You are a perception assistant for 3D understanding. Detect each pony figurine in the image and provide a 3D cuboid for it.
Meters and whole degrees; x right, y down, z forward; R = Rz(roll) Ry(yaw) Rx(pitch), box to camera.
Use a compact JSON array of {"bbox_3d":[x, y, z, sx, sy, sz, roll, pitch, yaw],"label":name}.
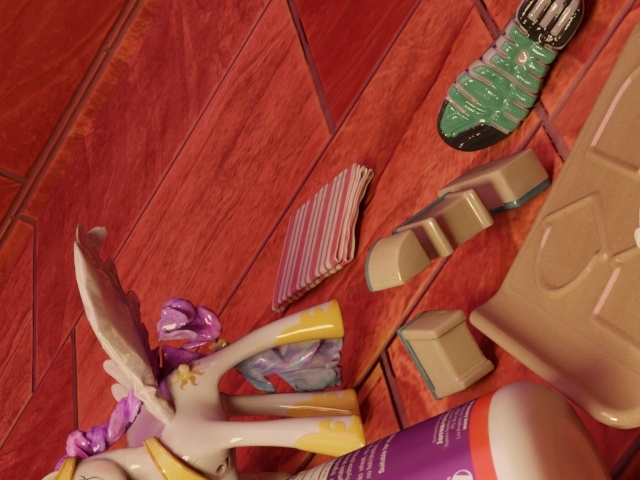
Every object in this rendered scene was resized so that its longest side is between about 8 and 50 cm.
[{"bbox_3d":[-0.144,0.172,1.927,0.351,0.364,0.302,-100,-1,-49],"label":"pony figurine"}]

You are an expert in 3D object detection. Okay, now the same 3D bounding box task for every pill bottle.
[{"bbox_3d":[0.069,0.248,1.438,0.323,0.181,0.181,-26,37,22],"label":"pill bottle"}]

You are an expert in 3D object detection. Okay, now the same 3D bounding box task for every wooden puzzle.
[{"bbox_3d":[0.291,-0.026,1.511,0.347,0.080,0.322,-59,21,3],"label":"wooden puzzle"}]

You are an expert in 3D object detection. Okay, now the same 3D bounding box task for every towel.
[{"bbox_3d":[0.000,0.000,2.247,0.197,0.029,0.144,-38,34,55],"label":"towel"}]

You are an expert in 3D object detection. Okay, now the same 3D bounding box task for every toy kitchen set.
[{"bbox_3d":[0.149,0.036,1.798,0.207,0.166,0.122,-34,7,-27],"label":"toy kitchen set"}]

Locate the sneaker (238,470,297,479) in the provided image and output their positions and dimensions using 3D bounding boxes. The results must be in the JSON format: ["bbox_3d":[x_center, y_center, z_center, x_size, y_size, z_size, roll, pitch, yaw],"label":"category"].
[{"bbox_3d":[-0.093,0.293,2.011,0.232,0.115,0.090,-23,46,61],"label":"sneaker"}]

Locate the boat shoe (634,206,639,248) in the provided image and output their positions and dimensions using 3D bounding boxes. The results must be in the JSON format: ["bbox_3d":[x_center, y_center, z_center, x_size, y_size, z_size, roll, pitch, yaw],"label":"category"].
[{"bbox_3d":[0.259,-0.012,1.229,0.267,0.088,0.096,-13,-67,-63],"label":"boat shoe"}]

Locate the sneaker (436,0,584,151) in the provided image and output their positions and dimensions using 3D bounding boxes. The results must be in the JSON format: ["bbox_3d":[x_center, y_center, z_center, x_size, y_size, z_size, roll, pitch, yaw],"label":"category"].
[{"bbox_3d":[0.210,-0.189,1.912,0.223,0.083,0.098,-51,2,28],"label":"sneaker"}]
